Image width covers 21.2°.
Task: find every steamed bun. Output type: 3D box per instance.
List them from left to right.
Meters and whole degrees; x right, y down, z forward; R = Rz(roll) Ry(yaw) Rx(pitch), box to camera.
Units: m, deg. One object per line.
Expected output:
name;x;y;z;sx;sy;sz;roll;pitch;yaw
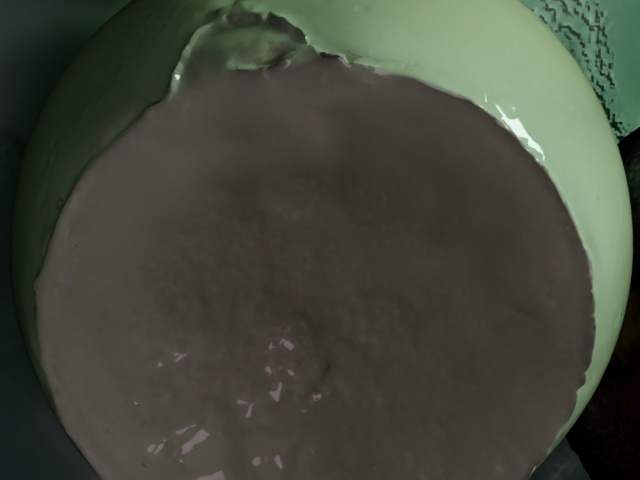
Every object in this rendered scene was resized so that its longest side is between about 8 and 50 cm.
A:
steamed bun;0.000;0.000;0.880;0.324;0.206;0.324;0;117;1

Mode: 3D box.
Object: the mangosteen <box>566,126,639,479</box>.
mangosteen;0.302;0.045;0.975;0.359;0.306;0.306;-22;128;33
